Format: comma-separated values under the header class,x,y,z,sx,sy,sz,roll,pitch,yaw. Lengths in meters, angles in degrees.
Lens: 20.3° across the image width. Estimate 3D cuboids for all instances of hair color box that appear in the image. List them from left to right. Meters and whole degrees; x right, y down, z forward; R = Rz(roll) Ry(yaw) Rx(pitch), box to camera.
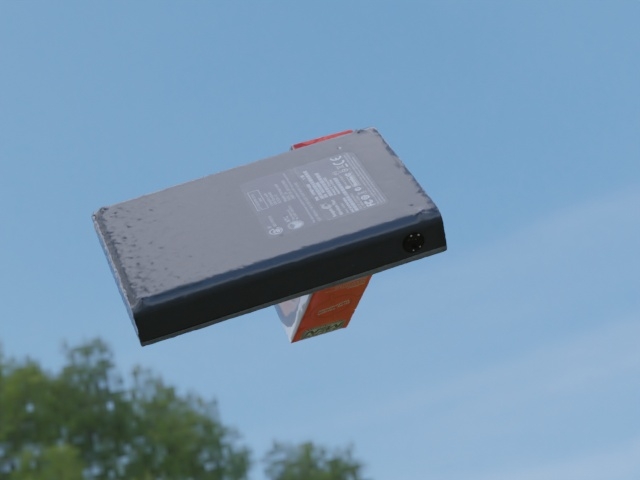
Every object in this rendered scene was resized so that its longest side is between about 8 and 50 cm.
class,x,y,z,sx,sy,sz,roll,pitch,yaw
hair color box,0.000,0.000,1.108,0.043,0.072,0.141,-16,-24,-20

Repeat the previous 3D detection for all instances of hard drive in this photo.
class,x,y,z,sx,sy,sz,roll,pitch,yaw
hard drive,-0.025,-0.005,0.772,0.135,0.094,0.022,-17,-58,-10
